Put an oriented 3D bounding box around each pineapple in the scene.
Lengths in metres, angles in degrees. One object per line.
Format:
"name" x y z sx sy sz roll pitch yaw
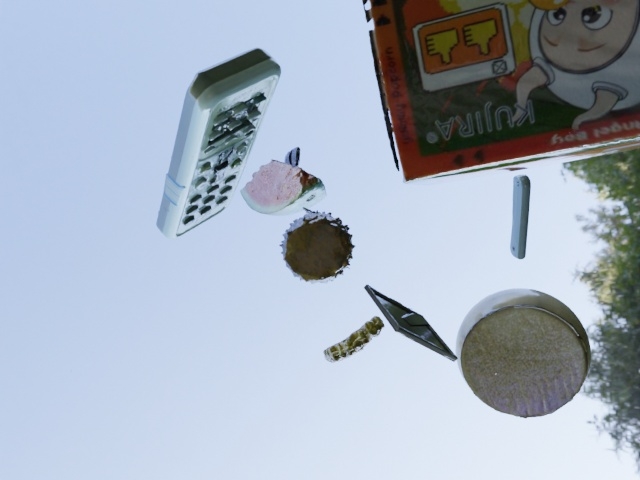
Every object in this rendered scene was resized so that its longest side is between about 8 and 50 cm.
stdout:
"pineapple" 0.000 0.000 1.041 0.125 0.251 0.125 0 -85 5

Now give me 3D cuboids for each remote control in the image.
"remote control" -0.150 -0.119 0.856 0.128 0.335 0.065 -33 -103 -33

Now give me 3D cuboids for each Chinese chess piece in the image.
"Chinese chess piece" 0.419 0.233 1.331 0.270 0.270 0.112 56 -158 -3

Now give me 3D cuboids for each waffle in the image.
"waffle" 0.079 0.241 1.502 0.149 0.194 0.051 -30 -101 -11

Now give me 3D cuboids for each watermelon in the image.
"watermelon" -0.062 -0.106 1.498 0.146 0.231 0.128 16 -85 -46

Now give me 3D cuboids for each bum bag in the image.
"bum bag" -0.071 -0.200 1.582 0.034 0.124 0.057 6 -92 -11

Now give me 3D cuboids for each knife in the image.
"knife" 0.363 -0.044 1.165 0.023 0.044 0.162 -12 -64 -15

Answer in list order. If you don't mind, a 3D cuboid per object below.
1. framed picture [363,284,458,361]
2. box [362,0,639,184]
"framed picture" 0.138 0.126 0.973 0.149 0.109 0.011 31 -74 -37
"box" 0.133 -0.134 0.358 0.195 0.148 0.177 -9 -87 16
